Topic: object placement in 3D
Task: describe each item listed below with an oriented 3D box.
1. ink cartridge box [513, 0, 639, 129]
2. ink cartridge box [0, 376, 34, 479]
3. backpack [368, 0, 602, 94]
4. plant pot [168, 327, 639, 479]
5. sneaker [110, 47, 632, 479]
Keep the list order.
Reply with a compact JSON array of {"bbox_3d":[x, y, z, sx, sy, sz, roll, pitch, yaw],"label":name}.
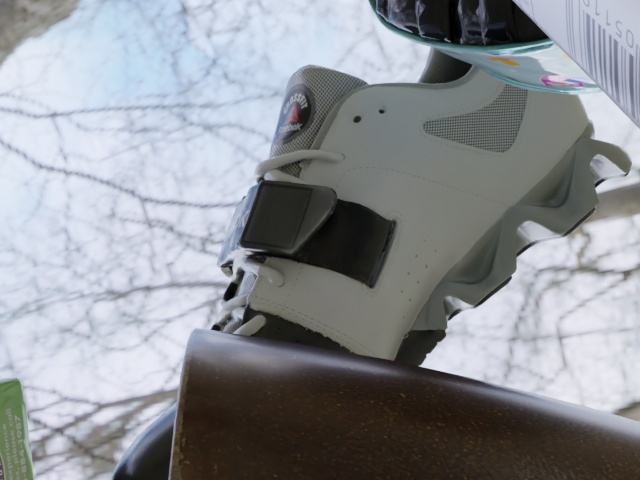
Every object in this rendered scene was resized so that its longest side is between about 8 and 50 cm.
[{"bbox_3d":[0.151,-0.113,0.416,0.224,0.181,0.056,-23,-44,-13],"label":"ink cartridge box"},{"bbox_3d":[-0.245,0.185,0.678,0.353,0.119,0.207,-9,-87,-73],"label":"ink cartridge box"},{"bbox_3d":[0.107,-0.152,0.665,0.144,0.165,0.188,26,-105,-49],"label":"backpack"},{"bbox_3d":[0.073,0.136,0.483,0.230,0.215,0.215,1,-106,-1],"label":"plant pot"},{"bbox_3d":[0.000,0.000,0.784,0.330,0.122,0.146,-42,-76,-29],"label":"sneaker"}]
